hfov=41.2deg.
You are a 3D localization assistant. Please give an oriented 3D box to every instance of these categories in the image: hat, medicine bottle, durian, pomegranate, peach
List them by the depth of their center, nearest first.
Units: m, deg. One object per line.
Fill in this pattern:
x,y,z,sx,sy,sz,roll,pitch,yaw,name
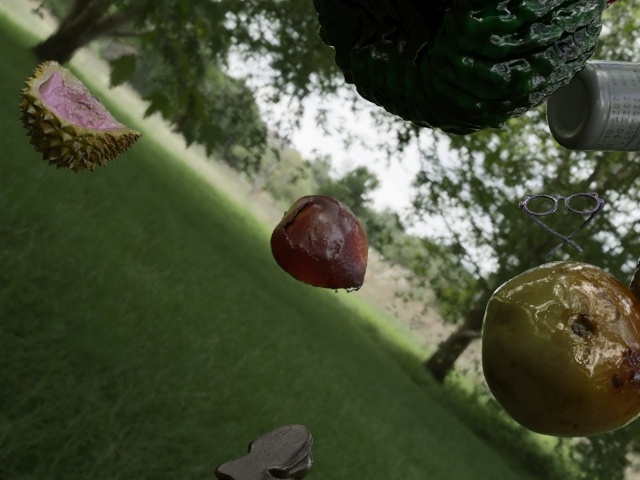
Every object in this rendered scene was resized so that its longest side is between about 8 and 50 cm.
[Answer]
0.175,-0.255,0.783,0.274,0.332,0.242,29,-40,47,hat
0.355,-0.153,0.977,0.168,0.105,0.105,-1,16,-20,medicine bottle
-0.381,-0.181,1.284,0.182,0.132,0.165,51,-28,-15,durian
0.406,0.189,1.416,0.319,0.319,0.319,41,-1,1,pomegranate
-0.002,-0.003,1.683,0.279,0.189,0.068,46,-13,41,peach

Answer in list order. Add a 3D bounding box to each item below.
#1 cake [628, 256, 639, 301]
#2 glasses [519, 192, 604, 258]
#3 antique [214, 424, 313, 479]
0.777,0.078,1.597,0.290,0.282,0.255,21,1,-28,cake
0.417,-0.026,1.469,0.062,0.140,0.104,-77,159,-48,glasses
-0.132,0.531,1.928,0.121,0.257,0.143,40,-33,32,antique
